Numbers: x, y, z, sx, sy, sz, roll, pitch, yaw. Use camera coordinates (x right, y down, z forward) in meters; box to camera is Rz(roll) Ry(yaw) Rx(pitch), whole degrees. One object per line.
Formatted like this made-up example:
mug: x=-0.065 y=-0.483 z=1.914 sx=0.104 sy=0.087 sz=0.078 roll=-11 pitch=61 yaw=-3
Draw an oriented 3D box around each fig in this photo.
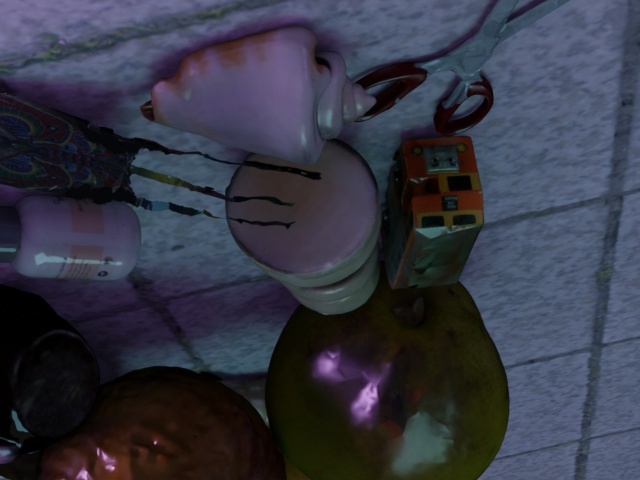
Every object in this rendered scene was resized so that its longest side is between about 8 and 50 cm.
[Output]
fig: x=-0.234 y=0.248 z=1.462 sx=0.368 sy=0.286 sz=0.286 roll=17 pitch=164 yaw=21

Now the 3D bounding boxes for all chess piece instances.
chess piece: x=-0.104 y=0.198 z=1.742 sx=0.122 sy=0.066 sz=0.066 roll=12 pitch=147 yaw=-31
chess piece: x=0.000 y=0.000 z=1.290 sx=0.133 sy=0.133 sz=0.243 roll=-13 pitch=162 yaw=4

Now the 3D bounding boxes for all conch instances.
conch: x=-0.046 y=-0.116 z=1.078 sx=0.176 sy=0.094 sz=0.104 roll=15 pitch=170 yaw=5

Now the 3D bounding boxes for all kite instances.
kite: x=-0.145 y=-0.055 z=1.113 sx=0.285 sy=0.015 sz=0.152 roll=10 pitch=154 yaw=-5

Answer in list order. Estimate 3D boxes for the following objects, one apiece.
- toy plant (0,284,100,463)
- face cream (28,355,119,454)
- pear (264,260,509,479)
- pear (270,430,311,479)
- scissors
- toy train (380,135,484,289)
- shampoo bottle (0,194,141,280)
toy plant: x=-0.338 y=0.130 z=1.376 sx=0.235 sy=0.175 sz=0.218 roll=6 pitch=160 yaw=34
face cream: x=-0.293 y=0.222 z=1.678 sx=0.163 sy=0.080 sz=0.337 roll=-12 pitch=156 yaw=2
pear: x=0.074 y=0.159 z=1.495 sx=0.269 sy=0.269 sz=0.321 roll=-4 pitch=146 yaw=-16
pear: x=-0.064 y=0.366 z=1.871 sx=0.285 sy=0.285 sz=0.336 roll=-11 pitch=159 yaw=-1
scissors: x=0.131 y=-0.158 z=1.115 sx=0.144 sy=0.017 sz=0.247 roll=5 pitch=150 yaw=-34
toy train: x=0.102 y=-0.021 z=1.299 sx=0.072 sy=0.099 sz=0.188 roll=-8 pitch=155 yaw=-9
shampoo bottle: x=-0.254 y=-0.005 z=1.207 sx=0.192 sy=0.074 sz=0.074 roll=5 pitch=151 yaw=-28
